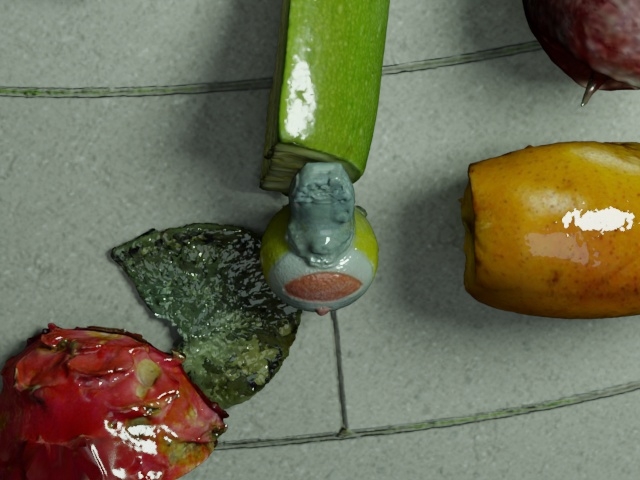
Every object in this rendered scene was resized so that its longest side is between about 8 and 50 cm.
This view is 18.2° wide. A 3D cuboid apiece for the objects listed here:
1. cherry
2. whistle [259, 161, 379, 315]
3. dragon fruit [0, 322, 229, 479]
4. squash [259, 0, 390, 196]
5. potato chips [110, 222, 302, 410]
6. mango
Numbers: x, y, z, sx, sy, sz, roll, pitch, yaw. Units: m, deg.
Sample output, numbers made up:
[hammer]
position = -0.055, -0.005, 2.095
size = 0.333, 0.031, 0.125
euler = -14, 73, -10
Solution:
[cherry]
position = 0.300, -0.255, 1.836
size = 0.203, 0.230, 0.300
euler = 30, 89, -7
[whistle]
position = 0.000, 0.000, 1.947
size = 0.123, 0.123, 0.223
euler = -2, 151, -3
[dragon fruit]
position = -0.231, 0.189, 2.013
size = 0.261, 0.189, 0.163
euler = -7, 134, 11
[squash]
position = 0.009, -0.202, 1.943
size = 0.111, 0.203, 0.289
euler = 5, 77, -5
[potato chips]
position = -0.121, 0.086, 2.055
size = 0.202, 0.029, 0.220
euler = 5, 111, -6
[mango]
position = 0.295, -0.008, 1.969
size = 0.350, 0.199, 0.201
euler = 1, 142, -17
